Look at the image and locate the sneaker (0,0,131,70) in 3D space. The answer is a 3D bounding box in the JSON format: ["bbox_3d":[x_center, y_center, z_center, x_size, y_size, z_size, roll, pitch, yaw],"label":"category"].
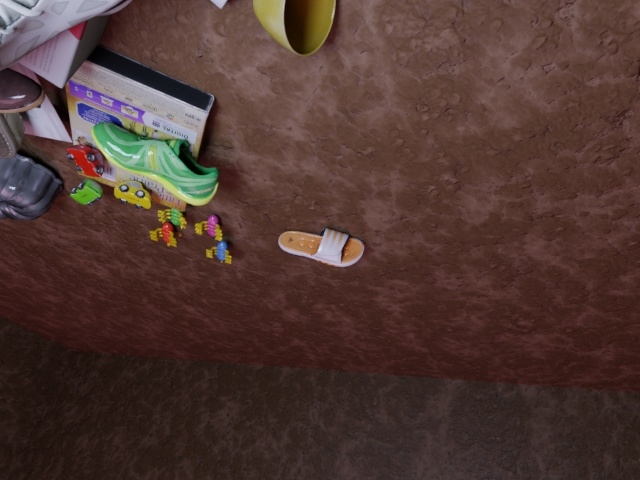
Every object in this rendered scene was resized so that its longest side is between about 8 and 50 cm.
[{"bbox_3d":[-0.381,-0.280,0.500,0.447,0.258,0.169,-14,139,29],"label":"sneaker"}]

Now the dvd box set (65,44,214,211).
[{"bbox_3d":[-0.451,-0.251,1.030,0.307,0.062,0.420,20,146,-13],"label":"dvd box set"}]

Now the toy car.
[{"bbox_3d":[-0.592,-0.154,1.112,0.224,0.053,0.239,-14,138,34],"label":"toy car"}]

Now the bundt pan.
[{"bbox_3d":[-0.952,-0.155,1.210,0.330,0.124,0.331,4,160,1],"label":"bundt pan"}]

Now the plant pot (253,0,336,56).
[{"bbox_3d":[-0.052,-0.380,0.669,0.095,0.134,0.134,29,154,25],"label":"plant pot"}]

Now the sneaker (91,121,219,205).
[{"bbox_3d":[-0.368,-0.198,0.961,0.295,0.109,0.124,28,117,-19],"label":"sneaker"}]

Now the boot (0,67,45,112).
[{"bbox_3d":[-0.640,-0.324,0.711,0.248,0.090,0.207,13,159,-7],"label":"boot"}]

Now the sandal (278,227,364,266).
[{"bbox_3d":[-0.003,0.009,1.240,0.265,0.102,0.076,8,149,9],"label":"sandal"}]

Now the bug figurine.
[{"bbox_3d":[-0.407,-0.024,1.346,0.278,0.072,0.216,19,140,-2],"label":"bug figurine"}]

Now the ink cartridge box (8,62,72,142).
[{"bbox_3d":[-0.734,-0.368,0.939,0.260,0.066,0.296,9,147,-2],"label":"ink cartridge box"}]

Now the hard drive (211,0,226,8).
[{"bbox_3d":[-0.218,-0.515,0.580,0.307,0.040,0.203,32,142,-28],"label":"hard drive"}]

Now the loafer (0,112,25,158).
[{"bbox_3d":[-0.717,-0.309,0.887,0.101,0.092,0.269,4,132,-10],"label":"loafer"}]

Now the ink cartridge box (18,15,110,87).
[{"bbox_3d":[-0.522,-0.475,0.625,0.384,0.161,0.279,31,141,-28],"label":"ink cartridge box"}]
